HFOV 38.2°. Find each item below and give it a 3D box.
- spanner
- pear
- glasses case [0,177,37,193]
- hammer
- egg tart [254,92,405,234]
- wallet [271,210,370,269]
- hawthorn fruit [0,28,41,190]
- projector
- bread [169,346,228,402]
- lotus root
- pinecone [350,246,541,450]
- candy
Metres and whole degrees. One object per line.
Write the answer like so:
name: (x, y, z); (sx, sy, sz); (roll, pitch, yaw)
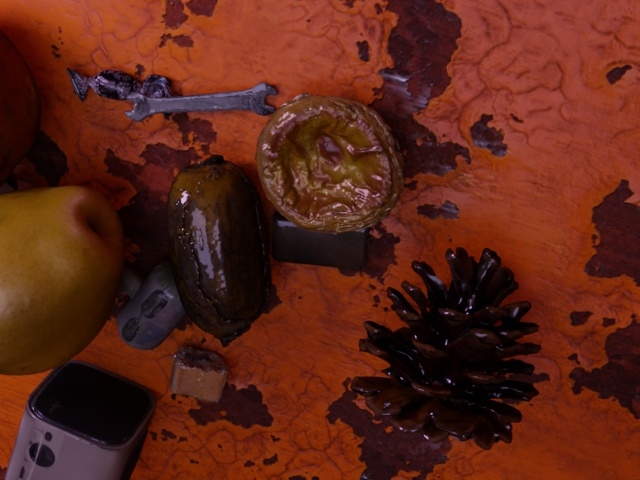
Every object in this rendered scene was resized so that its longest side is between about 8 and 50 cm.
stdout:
spanner: (-0.232, -0.269, 1.798); (0.302, 0.017, 0.071); (-2, 121, 1)
pear: (-0.566, 0.076, 1.775); (0.418, 0.362, 0.362); (-30, 103, 14)
glasses case: (-0.617, 0.018, 1.982); (0.122, 0.075, 0.314); (-22, 109, -14)
hammer: (-0.427, 0.067, 1.969); (0.335, 0.119, 0.206); (43, 114, 0)
egg tart: (0.023, -0.151, 1.772); (0.295, 0.116, 0.295); (5, 115, 12)
wallet: (0.000, 0.000, 1.884); (0.198, 0.031, 0.110); (6, 114, 10)
hawthorn fruit: (-0.725, -0.231, 1.766); (0.403, 0.403, 0.403); (4, 113, 10)
projector: (-0.535, 0.452, 2.067); (0.248, 0.248, 0.249); (24, 115, 1)
bread: (-0.268, 0.293, 2.040); (0.125, 0.082, 0.106); (14, 125, -5)
lotus root: (-0.203, 0.026, 1.851); (0.196, 0.179, 0.397); (-16, 107, -23)
pinecone: (0.248, 0.186, 1.748); (0.384, 0.384, 0.384); (4, 113, 10)
candy: (-0.397, -0.298, 1.835); (0.226, 0.051, 0.094); (13, 117, 6)
